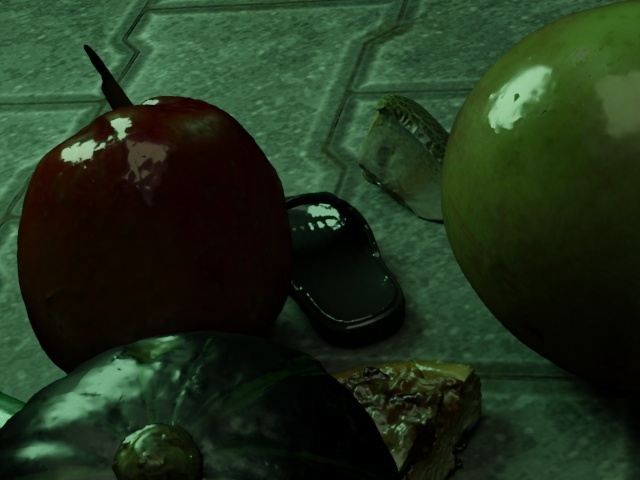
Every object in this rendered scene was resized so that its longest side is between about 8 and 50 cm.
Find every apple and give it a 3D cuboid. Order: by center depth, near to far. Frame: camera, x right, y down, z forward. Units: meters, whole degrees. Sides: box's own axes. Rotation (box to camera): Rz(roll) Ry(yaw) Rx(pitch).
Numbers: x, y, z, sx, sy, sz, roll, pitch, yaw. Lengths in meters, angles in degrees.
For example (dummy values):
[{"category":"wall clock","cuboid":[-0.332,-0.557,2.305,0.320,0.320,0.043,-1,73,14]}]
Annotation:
[{"category":"apple","cuboid":[0.260,-0.027,1.138,0.319,0.319,0.277,-14,47,-4]}]

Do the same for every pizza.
[{"category":"pizza","cuboid":[0.047,0.160,1.128,0.154,0.069,0.194,-3,33,10]}]

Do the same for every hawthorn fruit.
[{"category":"hawthorn fruit","cuboid":[-0.160,-0.023,1.246,0.254,0.300,0.254,-23,7,3]}]

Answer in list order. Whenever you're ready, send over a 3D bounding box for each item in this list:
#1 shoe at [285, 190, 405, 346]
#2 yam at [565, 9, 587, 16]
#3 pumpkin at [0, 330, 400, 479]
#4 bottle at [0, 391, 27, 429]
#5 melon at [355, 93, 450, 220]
[{"category":"shoe","cuboid":[0.000,0.000,1.356,0.108,0.093,0.241,-22,37,-14]},{"category":"yam","cuboid":[0.299,-0.132,1.424,0.154,0.154,0.254,-8,30,4]},{"category":"pumpkin","cuboid":[-0.091,0.195,0.942,0.315,0.238,0.315,2,49,-3]},{"category":"bottle","cuboid":[-0.333,0.153,1.223,0.330,0.093,0.093,15,42,33]},{"category":"melon","cuboid":[0.090,-0.087,1.449,0.093,0.139,0.202,-39,40,-1]}]
